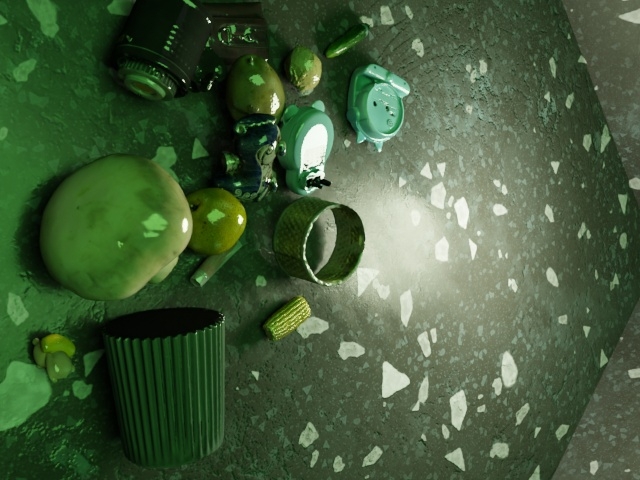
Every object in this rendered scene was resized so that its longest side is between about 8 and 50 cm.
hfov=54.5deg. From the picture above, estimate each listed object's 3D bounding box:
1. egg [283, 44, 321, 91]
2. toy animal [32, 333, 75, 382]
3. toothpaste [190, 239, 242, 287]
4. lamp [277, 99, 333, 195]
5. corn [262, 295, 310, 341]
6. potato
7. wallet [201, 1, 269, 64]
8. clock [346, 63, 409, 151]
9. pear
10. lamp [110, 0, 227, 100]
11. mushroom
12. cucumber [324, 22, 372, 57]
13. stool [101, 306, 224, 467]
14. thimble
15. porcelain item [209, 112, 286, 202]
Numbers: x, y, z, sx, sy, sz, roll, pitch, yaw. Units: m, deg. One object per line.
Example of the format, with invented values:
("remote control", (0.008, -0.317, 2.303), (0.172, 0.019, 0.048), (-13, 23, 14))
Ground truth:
("egg", (-0.054, -0.536, 1.931), (0.116, 0.118, 0.140), (-11, 111, 4))
("toy animal", (-0.636, 0.277, 1.477), (0.114, 0.082, 0.091), (70, 20, 0))
("toothpaste", (-0.298, 0.053, 1.774), (0.067, 0.043, 0.194), (55, 53, -23))
("lamp", (-0.048, -0.278, 1.905), (0.209, 0.147, 0.283), (-22, 109, -44))
("corn", (-0.104, 0.242, 1.915), (0.165, 0.063, 0.085), (-34, 120, -33))
("potato", (-0.187, -0.421, 1.769), (0.251, 0.159, 0.174), (83, 22, -55))
("wallet", (-0.256, -0.600, 1.802), (0.229, 0.049, 0.181), (-16, 103, -37))
("clock", (0.198, -0.451, 2.145), (0.224, 0.094, 0.273), (14, 80, -37))
("pear", (-0.298, -0.054, 1.678), (0.198, 0.198, 0.198), (0, 90, -40))
("lamp", (-0.408, -0.500, 1.570), (0.272, 0.205, 0.374), (-58, 134, -28))
("mushroom", (-0.456, -0.016, 1.457), (0.353, 0.325, 0.352), (9, 77, -41))
("cucumber", (0.103, -0.681, 2.093), (0.250, 0.056, 0.056), (-45, 117, -30))
("stool", (-0.379, 0.360, 1.555), (0.297, 0.297, 0.329), (-8, 100, -39))
("thimble", (0.000, 0.000, 1.920), (0.271, 0.150, 0.270), (-12, 108, -40))
("porcelain item", (-0.211, -0.223, 1.733), (0.186, 0.138, 0.288), (-12, 140, -27))
